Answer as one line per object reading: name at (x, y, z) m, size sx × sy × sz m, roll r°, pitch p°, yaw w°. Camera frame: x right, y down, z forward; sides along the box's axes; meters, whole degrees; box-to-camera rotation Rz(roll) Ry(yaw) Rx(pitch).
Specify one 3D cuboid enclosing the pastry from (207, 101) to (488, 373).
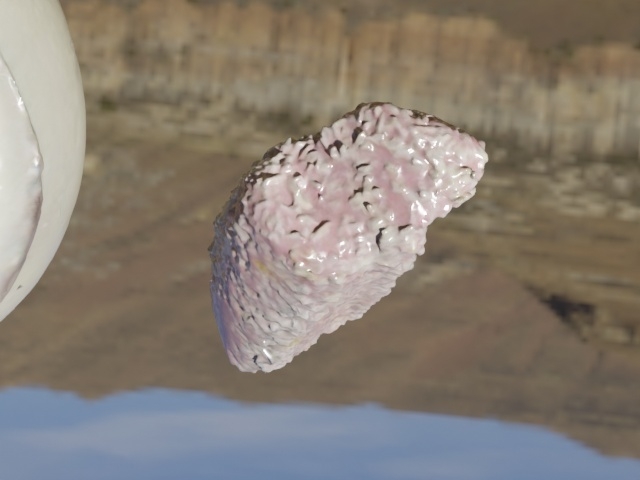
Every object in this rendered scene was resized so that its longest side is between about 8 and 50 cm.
pastry at (-0.009, 0.005, 1.126) m, size 0.112 × 0.103 × 0.265 m, roll -31°, pitch 170°, yaw -33°

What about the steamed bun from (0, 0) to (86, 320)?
steamed bun at (-0.325, -0.087, 1.150) m, size 0.375 × 0.374 × 0.241 m, roll 5°, pitch -153°, yaw 1°
